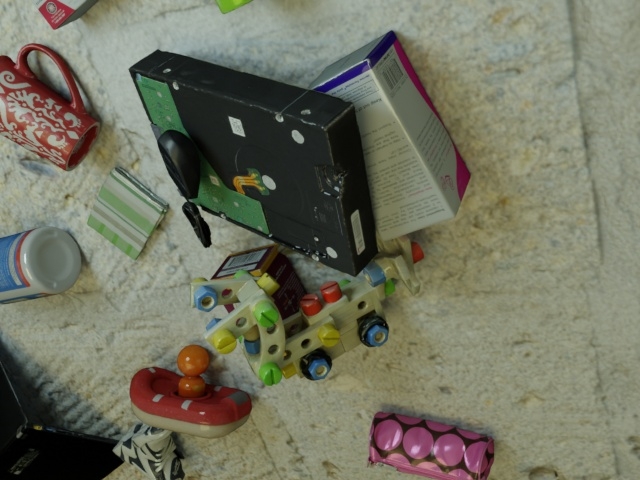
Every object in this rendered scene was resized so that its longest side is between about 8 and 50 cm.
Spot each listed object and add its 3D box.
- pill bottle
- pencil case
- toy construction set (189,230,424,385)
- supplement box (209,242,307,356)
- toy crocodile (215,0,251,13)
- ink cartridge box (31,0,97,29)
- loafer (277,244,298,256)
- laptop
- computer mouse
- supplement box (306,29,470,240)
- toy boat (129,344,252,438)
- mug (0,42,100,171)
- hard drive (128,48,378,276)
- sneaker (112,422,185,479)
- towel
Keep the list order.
[{"bbox_3d":[-0.558,0.051,1.264,0.221,0.124,0.124,-10,118,29],"label":"pill bottle"},{"bbox_3d":[0.185,0.358,1.167,0.209,0.098,0.095,6,124,19],"label":"pencil case"},{"bbox_3d":[-0.004,0.091,0.995,0.327,0.151,0.215,-21,120,1],"label":"toy construction set"},{"bbox_3d":[-0.082,0.109,1.122,0.104,0.081,0.188,-13,116,30],"label":"supplement box"},{"bbox_3d":[-0.047,-0.357,0.784,0.340,0.105,0.115,-17,114,27],"label":"toy crocodile"},{"bbox_3d":[-0.358,-0.378,0.919,0.109,0.063,0.150,-24,111,34],"label":"ink cartridge box"},{"bbox_3d":[0.000,0.000,1.027,0.148,0.056,0.050,-20,106,33],"label":"loafer"},{"bbox_3d":[-0.681,0.413,1.637,0.408,0.236,0.382,22,136,-29],"label":"laptop"},{"bbox_3d":[-0.176,-0.068,0.966,0.071,0.041,0.242,49,162,26],"label":"computer mouse"},{"bbox_3d":[0.086,-0.127,0.867,0.114,0.111,0.220,-21,112,34],"label":"supplement box"},{"bbox_3d":[-0.242,0.268,1.287,0.231,0.151,0.151,6,94,19],"label":"toy boat"},{"bbox_3d":[-0.427,-0.199,1.046,0.169,0.113,0.150,33,131,-5],"label":"mug"},{"bbox_3d":[-0.086,-0.106,0.900,0.339,0.064,0.237,22,143,33],"label":"hard drive"},{"bbox_3d":[-0.328,0.444,1.454,0.153,0.094,0.235,43,129,-10],"label":"sneaker"},{"bbox_3d":[-0.327,-0.044,1.167,0.113,0.023,0.152,39,131,-3],"label":"towel"}]
